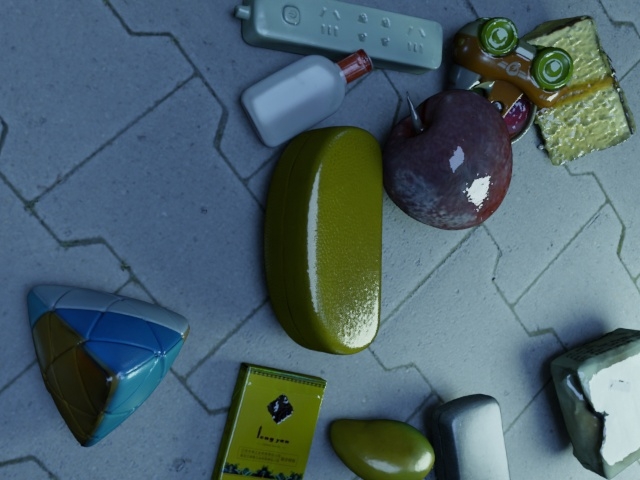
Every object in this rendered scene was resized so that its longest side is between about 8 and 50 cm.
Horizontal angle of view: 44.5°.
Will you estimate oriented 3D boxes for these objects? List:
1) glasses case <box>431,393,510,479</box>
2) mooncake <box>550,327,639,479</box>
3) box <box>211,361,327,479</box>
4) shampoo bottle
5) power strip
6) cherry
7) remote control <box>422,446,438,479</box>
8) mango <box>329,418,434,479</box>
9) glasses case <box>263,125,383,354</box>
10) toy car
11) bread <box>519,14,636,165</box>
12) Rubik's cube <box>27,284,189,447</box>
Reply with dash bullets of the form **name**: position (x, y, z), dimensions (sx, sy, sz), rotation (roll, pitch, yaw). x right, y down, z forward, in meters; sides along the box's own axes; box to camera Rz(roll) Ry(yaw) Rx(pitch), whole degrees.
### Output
- **glasses case**: position (0.286, 0.450, 1.449), dimensions (0.131, 0.074, 0.323), rotation (-13, 98, -27)
- **mooncake**: position (0.596, 0.321, 1.593), dimensions (0.254, 0.136, 0.250), rotation (-20, 99, -19)
- **box**: position (-0.092, 0.355, 1.308), dimensions (0.153, 0.041, 0.279), rotation (16, 85, -25)
- **shampoo bottle**: position (-0.017, -0.246, 1.288), dimensions (0.220, 0.051, 0.108), rotation (-30, 109, -7)
- **power strip**: position (0.036, -0.356, 1.330), dimensions (0.385, 0.062, 0.091), rotation (3, 89, -27)
- **cherry**: position (0.216, -0.139, 1.345), dimensions (0.236, 0.213, 0.285), rotation (-34, 121, 3)
- **remote control**: position (0.189, 0.434, 1.457), dimensions (0.190, 0.029, 0.088), rotation (-6, 95, -26)
- **mango**: position (0.109, 0.373, 1.371), dimensions (0.191, 0.086, 0.122), rotation (6, 48, -19)
- **glasses case**: position (0.000, 0.000, 1.285), dimensions (0.173, 0.141, 0.371), rotation (-2, 93, -40)
- **toy car**: position (0.323, -0.281, 1.435), dimensions (0.235, 0.145, 0.235), rotation (0, 105, -1)
- **bread**: position (0.499, -0.303, 1.541), dimensions (0.266, 0.178, 0.142), rotation (64, 36, -17)
- **Rubik's cube**: position (-0.290, 0.193, 1.154), dimensions (0.254, 0.254, 0.255), rotation (-1, 93, -26)
